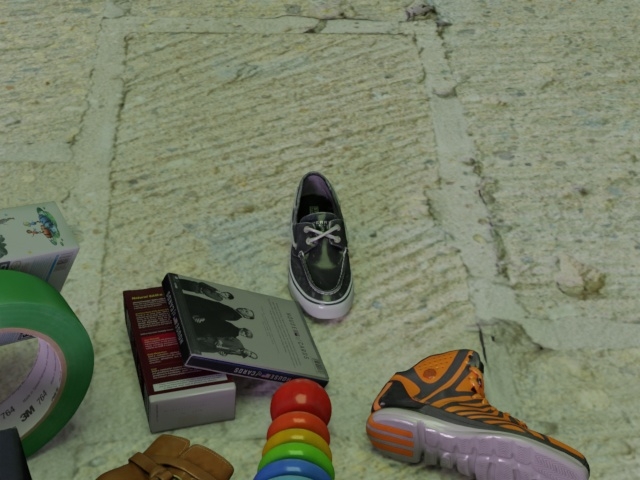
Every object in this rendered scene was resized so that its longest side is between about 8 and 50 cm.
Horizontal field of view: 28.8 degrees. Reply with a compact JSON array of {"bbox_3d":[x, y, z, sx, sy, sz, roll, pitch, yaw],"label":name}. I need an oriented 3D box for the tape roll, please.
[{"bbox_3d":[-0.462,0.187,1.653,0.321,0.321,0.077,-22,48,-26],"label":"tape roll"}]

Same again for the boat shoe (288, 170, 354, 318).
[{"bbox_3d":[0.000,0.000,2.065,0.108,0.102,0.301,0,41,-3],"label":"boat shoe"}]

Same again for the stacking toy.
[{"bbox_3d":[-0.038,0.314,1.694,0.141,0.141,0.330,3,34,-1],"label":"stacking toy"}]

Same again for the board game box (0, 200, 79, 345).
[{"bbox_3d":[-0.505,0.068,1.682,0.303,0.224,0.097,-13,58,-39],"label":"board game box"}]

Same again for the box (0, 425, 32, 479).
[{"bbox_3d":[-0.451,0.446,1.406,0.293,0.212,0.395,-12,39,-10],"label":"box"}]

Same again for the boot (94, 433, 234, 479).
[{"bbox_3d":[-0.180,0.377,1.635,0.283,0.109,0.220,20,39,29],"label":"boot"}]

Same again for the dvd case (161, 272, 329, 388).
[{"bbox_3d":[-0.114,0.137,1.878,0.238,0.030,0.179,15,33,-31],"label":"dvd case"}]

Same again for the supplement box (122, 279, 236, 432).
[{"bbox_3d":[-0.215,0.170,1.878,0.130,0.073,0.239,-7,43,-14],"label":"supplement box"}]

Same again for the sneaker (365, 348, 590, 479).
[{"bbox_3d":[0.239,0.247,1.780,0.321,0.125,0.180,16,43,15],"label":"sneaker"}]
